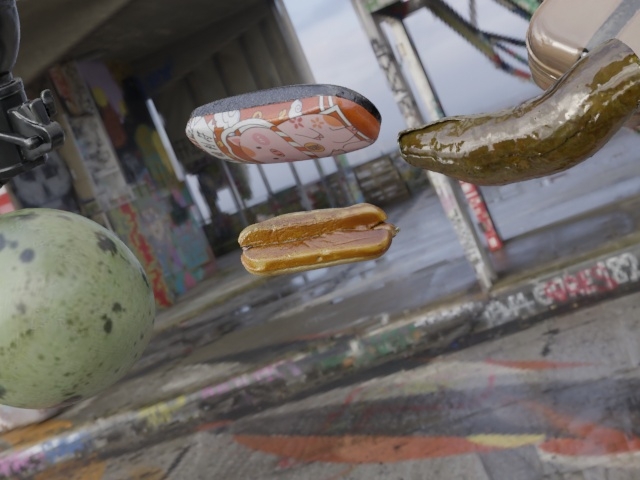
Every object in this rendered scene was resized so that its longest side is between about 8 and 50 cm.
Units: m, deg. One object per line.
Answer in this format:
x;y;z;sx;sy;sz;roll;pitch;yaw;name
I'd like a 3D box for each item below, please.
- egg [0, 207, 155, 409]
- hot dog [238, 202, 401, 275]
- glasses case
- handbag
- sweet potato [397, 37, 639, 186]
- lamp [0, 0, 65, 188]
-0.238;0.063;0.794;0.177;0.177;0.228;-21;-17;15;egg
0.000;0.000;1.271;0.236;0.092;0.062;-6;-21;-1;hot dog
-0.049;-0.137;1.060;0.267;0.067;0.103;-4;-25;39;glasses case
0.453;-0.289;1.162;0.302;0.283;0.149;-48;-21;-8;handbag
0.203;-0.114;0.895;0.085;0.112;0.286;11;-16;-42;sweet potato
-0.379;-0.156;1.009;0.172;0.227;0.147;-4;24;27;lamp
